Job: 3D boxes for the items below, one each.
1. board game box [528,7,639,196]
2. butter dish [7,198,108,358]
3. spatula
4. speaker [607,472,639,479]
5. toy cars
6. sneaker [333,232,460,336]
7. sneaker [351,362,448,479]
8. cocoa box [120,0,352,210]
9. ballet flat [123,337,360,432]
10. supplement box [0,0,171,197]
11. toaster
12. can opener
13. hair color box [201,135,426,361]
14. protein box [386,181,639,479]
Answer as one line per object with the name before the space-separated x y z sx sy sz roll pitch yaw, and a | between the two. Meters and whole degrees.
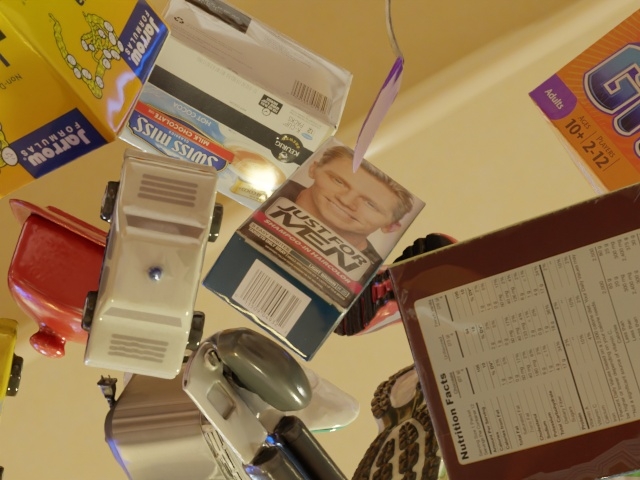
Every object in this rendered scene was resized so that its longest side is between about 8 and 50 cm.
board game box | 0.583 -0.121 1.892 0.356 0.356 0.356 -38 139 8
butter dish | -0.225 0.052 1.217 0.160 0.160 0.118 105 11 -75
spatula | 0.067 -0.206 1.180 0.030 0.296 0.084 9 165 3
speaker | 0.228 0.142 1.190 0.131 0.131 0.296 -28 -135 24
toy cars | -0.217 0.088 1.078 0.394 0.176 0.087 -39 -168 -5
sneaker | 0.130 0.083 1.943 0.136 0.116 0.314 15 157 -37
sneaker | 0.162 0.312 1.810 0.158 0.182 0.410 -34 -165 24
cocoa box | -0.157 -0.242 2.311 0.228 0.347 0.231 -56 -169 31
ballet flat | -0.134 0.231 2.199 0.400 0.139 0.139 5 -170 8
supplement box | -0.339 -0.239 1.233 0.194 0.356 0.195 -22 -147 30
toaster | -0.123 0.214 1.419 0.146 0.227 0.129 -11 -151 28
can opener | -0.019 0.194 1.208 0.095 0.283 0.076 -15 -150 44
hair color box | 0.000 0.000 1.784 0.105 0.174 0.347 -55 177 32
protein box | 0.179 0.049 0.729 0.201 0.136 0.200 -19 170 25
